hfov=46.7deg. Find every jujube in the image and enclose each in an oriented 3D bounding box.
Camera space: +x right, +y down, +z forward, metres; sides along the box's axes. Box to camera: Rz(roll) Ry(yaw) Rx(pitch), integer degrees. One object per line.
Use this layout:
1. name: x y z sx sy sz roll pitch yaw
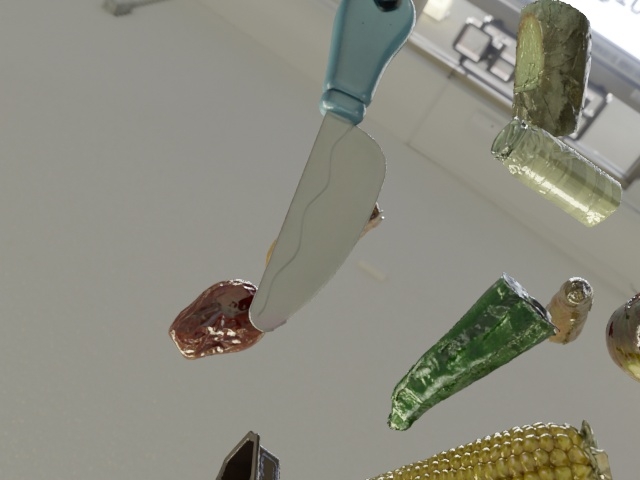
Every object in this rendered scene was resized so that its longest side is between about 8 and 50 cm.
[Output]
1. jujube: -0.256 0.208 1.894 0.255 0.190 0.190 -29 -121 -13

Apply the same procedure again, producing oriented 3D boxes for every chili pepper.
1. chili pepper: 0.155 0.142 0.827 0.088 0.227 0.059 51 -161 25

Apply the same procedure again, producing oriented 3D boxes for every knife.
1. knife: 0.015 -0.056 0.449 0.058 0.032 0.244 20 -111 -14

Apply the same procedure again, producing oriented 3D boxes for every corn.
1. corn: 0.145 0.317 0.853 0.144 0.387 0.144 52 -159 -29

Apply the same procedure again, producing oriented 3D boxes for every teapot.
1. teapot: 0.360 -0.117 1.136 0.200 0.077 0.107 32 -134 -12

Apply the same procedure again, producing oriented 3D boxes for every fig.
1. fig: 0.470 0.169 0.930 0.245 0.149 0.149 55 -146 2

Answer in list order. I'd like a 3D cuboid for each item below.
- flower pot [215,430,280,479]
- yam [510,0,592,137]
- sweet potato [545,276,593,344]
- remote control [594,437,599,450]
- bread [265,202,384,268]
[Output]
1. flower pot: -0.144 0.524 1.495 0.084 0.179 0.251 29 -151 -20
2. yam: 0.438 -0.314 1.409 0.154 0.254 0.154 2 -177 0
3. sweet potato: 0.425 0.115 1.265 0.075 0.273 0.075 -3 -114 7
4. remote control: 0.567 0.529 1.602 0.098 0.038 0.233 6 -132 -1
5. bread: -0.006 -0.006 1.780 0.148 0.328 0.337 47 -175 7
